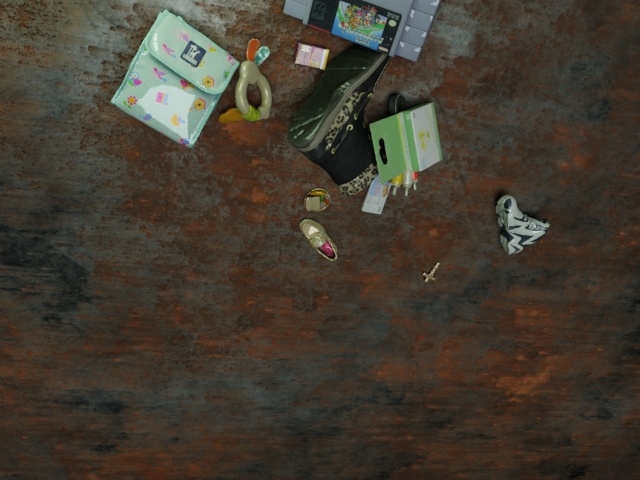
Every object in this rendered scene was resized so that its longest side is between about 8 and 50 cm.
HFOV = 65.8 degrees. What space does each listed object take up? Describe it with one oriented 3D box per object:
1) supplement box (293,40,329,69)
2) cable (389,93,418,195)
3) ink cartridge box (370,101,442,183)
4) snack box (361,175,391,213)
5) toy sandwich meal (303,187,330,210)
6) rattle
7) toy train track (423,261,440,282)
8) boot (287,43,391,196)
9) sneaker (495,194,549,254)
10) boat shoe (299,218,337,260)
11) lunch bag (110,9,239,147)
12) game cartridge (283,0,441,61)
[{"bbox_3d":[-0.025,-0.485,1.297,0.083,0.043,0.055,8,119,-14],"label":"supplement box"},{"bbox_3d":[0.252,-0.276,1.433,0.140,0.072,0.287,-18,118,-41],"label":"cable"},{"bbox_3d":[0.242,-0.270,1.362,0.235,0.056,0.171,-31,115,-40],"label":"ink cartridge box"},{"bbox_3d":[0.182,-0.167,1.525,0.064,0.022,0.178,9,118,-15],"label":"snack box"},{"bbox_3d":[-0.009,-0.121,1.518,0.086,0.029,0.085,-4,120,-6],"label":"toy sandwich meal"},{"bbox_3d":[-0.206,-0.418,1.317,0.130,0.143,0.199,-19,109,-35],"label":"rattle"},{"bbox_3d":[0.387,0.109,1.723,0.048,0.014,0.083,28,107,-14],"label":"toy train track"},{"bbox_3d":[0.101,-0.325,1.346,0.377,0.138,0.284,-56,138,-12],"label":"boot"},{"bbox_3d":[0.668,-0.069,1.616,0.153,0.094,0.234,-20,121,2],"label":"sneaker"},{"bbox_3d":[0.000,0.000,1.573,0.063,0.059,0.170,-39,118,14],"label":"boat shoe"},{"bbox_3d":[-0.354,-0.399,1.235,0.223,0.160,0.262,31,100,-20],"label":"lunch bag"},{"bbox_3d":[0.102,-0.584,1.161,0.355,0.068,0.230,22,123,4],"label":"game cartridge"}]
